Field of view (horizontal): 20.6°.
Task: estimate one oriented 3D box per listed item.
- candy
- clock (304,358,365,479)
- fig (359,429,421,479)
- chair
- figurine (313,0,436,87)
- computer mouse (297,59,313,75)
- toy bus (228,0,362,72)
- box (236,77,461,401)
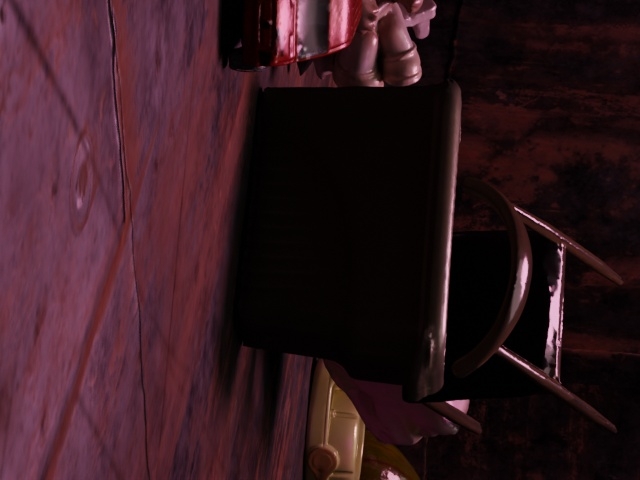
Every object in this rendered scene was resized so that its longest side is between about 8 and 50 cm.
[{"bbox_3d":[0.067,0.069,1.775,0.265,0.116,0.155,59,41,-34],"label":"candy"},{"bbox_3d":[0.020,0.272,2.328,0.170,0.069,0.232,71,24,-78],"label":"clock"},{"bbox_3d":[0.122,0.357,2.506,0.151,0.259,0.151,-169,-90,-89],"label":"fig"},{"bbox_3d":[0.162,0.071,1.663,0.272,0.166,0.188,37,54,-55],"label":"chair"},{"bbox_3d":[0.037,-0.268,1.582,0.256,0.182,0.144,86,-6,-46],"label":"figurine"},{"bbox_3d":[-0.005,-0.227,1.730,0.079,0.047,0.135,-75,171,-60],"label":"computer mouse"},{"bbox_3d":[-0.017,-0.184,1.365,0.195,0.089,0.081,-70,163,-72],"label":"toy bus"},{"bbox_3d":[0.028,-0.005,1.529,0.138,0.178,0.274,80,15,-69],"label":"box"}]
